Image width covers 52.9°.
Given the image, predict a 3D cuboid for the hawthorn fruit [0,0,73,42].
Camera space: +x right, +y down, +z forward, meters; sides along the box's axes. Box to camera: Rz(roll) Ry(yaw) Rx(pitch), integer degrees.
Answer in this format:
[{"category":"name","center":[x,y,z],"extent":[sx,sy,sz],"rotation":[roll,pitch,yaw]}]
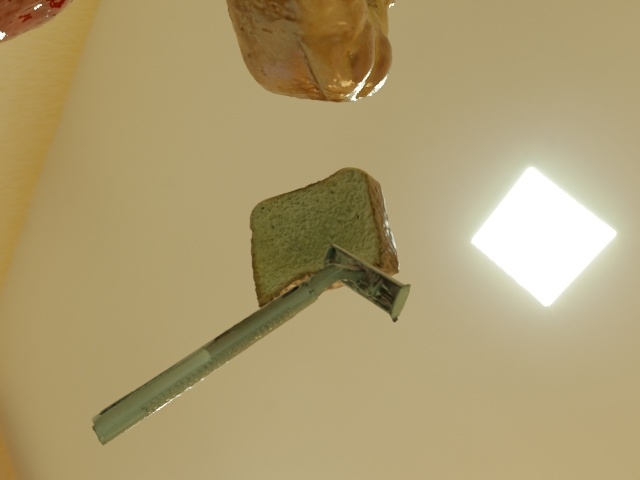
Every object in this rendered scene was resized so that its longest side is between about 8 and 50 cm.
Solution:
[{"category":"hawthorn fruit","center":[-0.288,-0.257,0.522],"extent":[0.253,0.205,0.205],"rotation":[42,-54,33]}]

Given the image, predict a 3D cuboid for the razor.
[{"category":"razor","center":[-0.047,0.062,0.412],"extent":[0.084,0.211,0.035],"rotation":[29,-43,47]}]

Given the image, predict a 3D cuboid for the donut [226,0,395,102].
[{"category":"donut","center":[-0.001,-0.310,0.706],"extent":[0.150,0.299,0.317],"rotation":[3,-91,19]}]

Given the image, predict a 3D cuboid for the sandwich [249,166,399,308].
[{"category":"sandwich","center":[0.000,0.000,0.964],"extent":[0.215,0.065,0.186],"rotation":[-18,-117,21]}]
